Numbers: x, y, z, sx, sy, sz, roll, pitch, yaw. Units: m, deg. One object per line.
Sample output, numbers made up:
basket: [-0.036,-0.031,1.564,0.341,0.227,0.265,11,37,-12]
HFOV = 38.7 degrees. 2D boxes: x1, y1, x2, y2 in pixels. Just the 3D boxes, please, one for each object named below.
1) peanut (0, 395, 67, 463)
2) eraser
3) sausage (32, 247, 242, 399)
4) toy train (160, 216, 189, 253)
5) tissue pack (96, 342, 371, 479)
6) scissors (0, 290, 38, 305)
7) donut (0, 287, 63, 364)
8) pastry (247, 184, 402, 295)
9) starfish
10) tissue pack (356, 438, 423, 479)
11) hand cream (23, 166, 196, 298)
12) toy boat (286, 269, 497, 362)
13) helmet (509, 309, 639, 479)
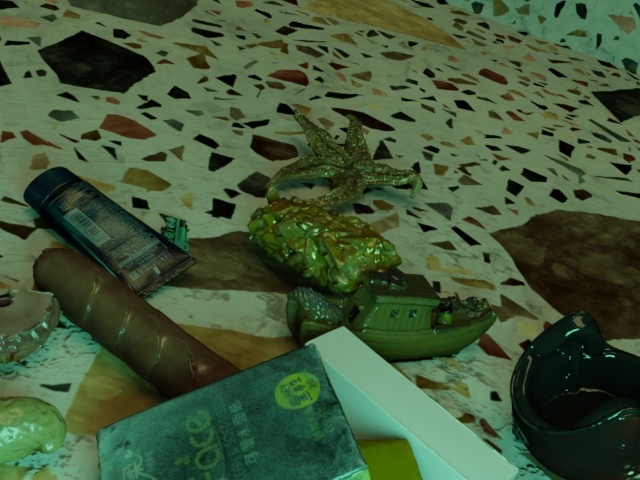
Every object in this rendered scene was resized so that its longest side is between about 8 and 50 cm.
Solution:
peanut: [-0.367,0.193,0.975,0.187,0.082,0.082,15,32,-4]
eraser: [0.098,0.229,1.131,0.298,0.078,0.076,37,37,30]
sausage: [-0.205,0.133,1.136,0.433,0.088,0.088,33,35,24]
toy train: [-0.222,-0.005,1.397,0.045,0.029,0.092,16,30,-15]
tissue pack: [-0.091,0.233,0.941,0.257,0.081,0.185,-22,39,-4]
scissors: [-0.392,0.082,1.196,0.113,0.012,0.039,-13,43,-39]
donut: [-0.399,0.105,1.099,0.166,0.065,0.117,10,34,-20]
pastry: [0.000,0.000,1.403,0.154,0.102,0.250,-14,33,-42]
starfish: [0.029,-0.147,1.703,0.299,0.060,0.302,0,41,-14]
tissue pack: [0.032,0.284,1.013,0.169,0.082,0.120,5,35,-19]
hand cream: [-0.317,-0.015,1.340,0.270,0.061,0.120,34,47,22]
toy boat: [0.107,0.103,1.295,0.321,0.121,0.089,1,29,-23]
helmet: [0.347,0.212,1.163,0.216,0.193,0.189,-2,39,-9]
